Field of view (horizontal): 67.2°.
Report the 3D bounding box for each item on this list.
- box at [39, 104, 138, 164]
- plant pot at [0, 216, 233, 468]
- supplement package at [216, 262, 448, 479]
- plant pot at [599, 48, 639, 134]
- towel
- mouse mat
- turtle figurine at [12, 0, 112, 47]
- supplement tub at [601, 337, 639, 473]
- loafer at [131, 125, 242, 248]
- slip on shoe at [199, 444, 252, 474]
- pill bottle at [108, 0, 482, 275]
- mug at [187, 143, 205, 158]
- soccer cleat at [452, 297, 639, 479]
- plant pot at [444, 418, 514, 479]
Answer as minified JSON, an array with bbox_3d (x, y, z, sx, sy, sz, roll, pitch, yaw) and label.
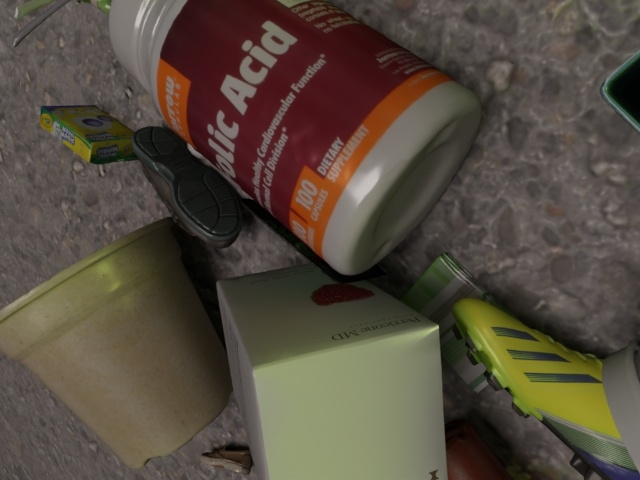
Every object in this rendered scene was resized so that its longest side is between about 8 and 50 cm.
[{"bbox_3d":[-0.403,-0.189,0.862,0.179,0.105,0.043,35,121,21],"label":"box"},{"bbox_3d":[-0.306,0.178,0.795,0.333,0.334,0.306,-27,98,37],"label":"plant pot"},{"bbox_3d":[-0.008,0.145,0.554,0.293,0.177,0.176,-152,54,-70],"label":"supplement package"},{"bbox_3d":[0.318,-0.098,0.308,0.165,0.234,0.166,52,124,12],"label":"plant pot"},{"bbox_3d":[0.173,0.104,0.598,0.152,0.023,0.113,46,123,16],"label":"towel"},{"bbox_3d":[0.000,0.000,0.589,0.152,0.189,0.007,39,105,19],"label":"mouse mat"},{"bbox_3d":[-0.288,-0.374,0.651,0.274,0.198,0.267,12,94,-12],"label":"turtle figurine"},{"bbox_3d":[0.393,0.095,0.315,0.228,0.228,0.316,53,125,11],"label":"supplement tub"},{"bbox_3d":[-0.216,-0.079,0.787,0.267,0.096,0.084,48,144,22],"label":"loafer"},{"bbox_3d":[-0.180,0.414,0.921,0.135,0.051,0.041,-14,55,44],"label":"slip on shoe"},{"bbox_3d":[-0.044,-0.164,0.546,0.392,0.224,0.224,40,122,19],"label":"pill bottle"},{"bbox_3d":[-0.178,-0.167,0.752,0.062,0.078,0.064,15,126,-4],"label":"mug"},{"bbox_3d":[0.264,0.153,0.507,0.289,0.093,0.121,45,93,8],"label":"soccer cleat"},{"bbox_3d":[0.161,0.377,0.553,0.272,0.272,0.265,-46,68,34],"label":"plant pot"}]
